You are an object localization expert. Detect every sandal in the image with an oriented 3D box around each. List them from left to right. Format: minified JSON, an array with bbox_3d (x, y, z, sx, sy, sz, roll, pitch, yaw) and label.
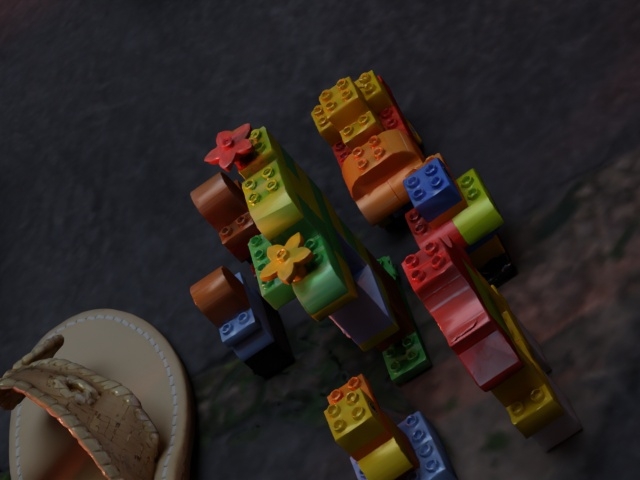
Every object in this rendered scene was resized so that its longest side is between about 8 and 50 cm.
[{"bbox_3d":[-0.099,0.085,0.684,0.088,0.079,0.240,-32,38,12],"label":"sandal"}]

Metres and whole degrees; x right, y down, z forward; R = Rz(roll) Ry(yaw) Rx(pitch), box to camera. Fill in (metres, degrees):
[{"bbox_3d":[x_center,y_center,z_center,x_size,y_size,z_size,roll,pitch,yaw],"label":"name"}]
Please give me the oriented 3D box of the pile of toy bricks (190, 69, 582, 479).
[{"bbox_3d":[0.000,0.000,0.658,0.118,0.105,0.212,-35,38,10],"label":"pile of toy bricks"}]
